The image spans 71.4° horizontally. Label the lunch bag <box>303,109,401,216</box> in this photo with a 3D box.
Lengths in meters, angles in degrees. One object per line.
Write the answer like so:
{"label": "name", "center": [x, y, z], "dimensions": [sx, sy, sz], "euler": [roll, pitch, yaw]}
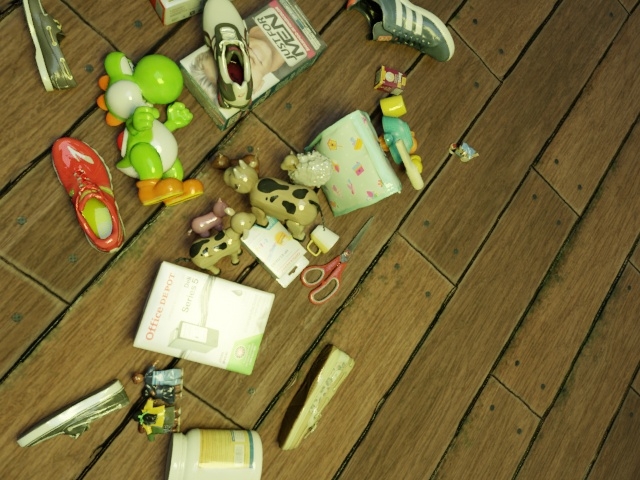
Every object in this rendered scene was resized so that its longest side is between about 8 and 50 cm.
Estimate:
{"label": "lunch bag", "center": [0.090, -0.195, 1.137], "dimensions": [0.160, 0.262, 0.223], "euler": [-28, 95, -19]}

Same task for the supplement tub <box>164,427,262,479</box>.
{"label": "supplement tub", "center": [-0.246, 0.511, 1.027], "dimensions": [0.199, 0.144, 0.144], "euler": [11, 83, -19]}

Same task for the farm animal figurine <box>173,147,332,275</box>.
{"label": "farm animal figurine", "center": [-0.147, -0.085, 1.012], "dimensions": [0.327, 0.172, 0.330], "euler": [4, 63, 5]}

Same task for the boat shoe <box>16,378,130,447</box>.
{"label": "boat shoe", "center": [-0.530, 0.391, 0.968], "dimensions": [0.219, 0.078, 0.070], "euler": [-27, 94, -21]}

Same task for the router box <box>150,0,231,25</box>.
{"label": "router box", "center": [-0.318, -0.752, 1.121], "dimensions": [0.335, 0.082, 0.301], "euler": [-32, 97, -19]}

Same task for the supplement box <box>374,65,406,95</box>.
{"label": "supplement box", "center": [0.205, -0.469, 1.313], "dimensions": [0.083, 0.043, 0.055], "euler": [9, 82, -20]}

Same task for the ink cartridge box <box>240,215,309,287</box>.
{"label": "ink cartridge box", "center": [-0.113, 0.027, 1.153], "dimensions": [0.181, 0.061, 0.104], "euler": [47, 73, -12]}

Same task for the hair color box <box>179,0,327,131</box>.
{"label": "hair color box", "center": [-0.170, -0.458, 1.144], "dimensions": [0.347, 0.105, 0.174], "euler": [-43, 100, -17]}

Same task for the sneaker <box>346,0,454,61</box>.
{"label": "sneaker", "center": [0.225, -0.612, 1.296], "dimensions": [0.350, 0.131, 0.148], "euler": [36, 82, -9]}

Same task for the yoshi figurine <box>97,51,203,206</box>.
{"label": "yoshi figurine", "center": [-0.368, -0.272, 1.024], "dimensions": [0.203, 0.203, 0.362], "euler": [-21, 91, -36]}

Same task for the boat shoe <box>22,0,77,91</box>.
{"label": "boat shoe", "center": [-0.608, -0.452, 0.999], "dimensions": [0.068, 0.081, 0.228], "euler": [-14, 98, -23]}

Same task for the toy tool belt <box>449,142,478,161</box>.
{"label": "toy tool belt", "center": [0.447, -0.281, 1.385], "dimensions": [0.083, 0.051, 0.052], "euler": [30, 77, -16]}

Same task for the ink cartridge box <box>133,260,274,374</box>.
{"label": "ink cartridge box", "center": [-0.274, 0.182, 1.055], "dimensions": [0.273, 0.115, 0.198], "euler": [19, 80, -18]}

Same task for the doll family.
{"label": "doll family", "center": [-0.380, 0.370, 1.031], "dimensions": [0.111, 0.076, 0.193], "euler": [4, 80, -15]}

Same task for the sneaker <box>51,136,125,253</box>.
{"label": "sneaker", "center": [-0.507, -0.106, 0.988], "dimensions": [0.107, 0.118, 0.279], "euler": [-25, 95, -20]}

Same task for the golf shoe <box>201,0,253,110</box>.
{"label": "golf shoe", "center": [-0.200, -0.439, 1.013], "dimensions": [0.105, 0.120, 0.273], "euler": [-13, 89, -18]}

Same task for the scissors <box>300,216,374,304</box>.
{"label": "scissors", "center": [0.069, 0.057, 1.244], "dimensions": [0.297, 0.021, 0.109], "euler": [-38, 97, -19]}

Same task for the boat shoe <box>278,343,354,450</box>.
{"label": "boat shoe", "center": [-0.008, 0.410, 1.143], "dimensions": [0.089, 0.104, 0.285], "euler": [35, 75, -12]}

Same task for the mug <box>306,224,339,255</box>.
{"label": "mug", "center": [0.002, -0.002, 1.201], "dimensions": [0.064, 0.062, 0.078], "euler": [42, 67, -5]}

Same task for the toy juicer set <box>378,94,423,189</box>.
{"label": "toy juicer set", "center": [0.211, -0.241, 1.206], "dimensions": [0.089, 0.329, 0.209], "euler": [-16, 125, 19]}
